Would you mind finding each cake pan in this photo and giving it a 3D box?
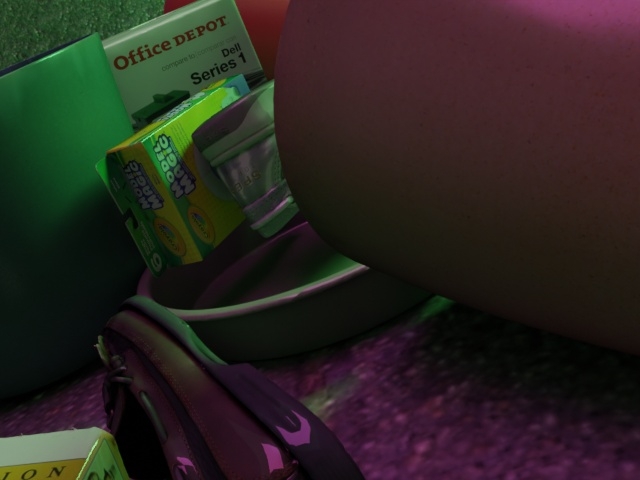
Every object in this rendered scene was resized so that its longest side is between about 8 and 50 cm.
[{"bbox_3d":[0.000,0.000,0.656,0.293,0.054,0.293,-20,20,8],"label":"cake pan"}]

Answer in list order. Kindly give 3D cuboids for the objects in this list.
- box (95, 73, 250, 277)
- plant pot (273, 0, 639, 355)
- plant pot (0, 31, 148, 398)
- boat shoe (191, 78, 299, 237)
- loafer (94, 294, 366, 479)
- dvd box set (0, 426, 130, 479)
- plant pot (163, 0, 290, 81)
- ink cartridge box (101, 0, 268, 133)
[{"bbox_3d":[-0.098,-0.056,0.671,0.043,0.105,0.179,-12,23,34],"label":"box"},{"bbox_3d":[0.158,-0.051,0.382,0.256,0.257,0.274,-31,38,-22],"label":"plant pot"},{"bbox_3d":[-0.272,-0.011,0.712,0.292,0.235,0.293,-21,20,8],"label":"plant pot"},{"bbox_3d":[0.038,-0.112,0.702,0.320,0.103,0.118,-33,7,-40],"label":"boat shoe"},{"bbox_3d":[-0.080,0.098,0.444,0.084,0.096,0.267,-38,26,-22],"label":"loafer"},{"bbox_3d":[-0.256,0.219,0.227,0.307,0.062,0.420,-8,24,12],"label":"dvd box set"},{"bbox_3d":[-0.047,-0.292,1.186,0.243,0.275,0.275,15,41,43],"label":"plant pot"},{"bbox_3d":[-0.132,-0.132,0.892,0.160,0.220,0.092,-28,20,-13],"label":"ink cartridge box"}]
